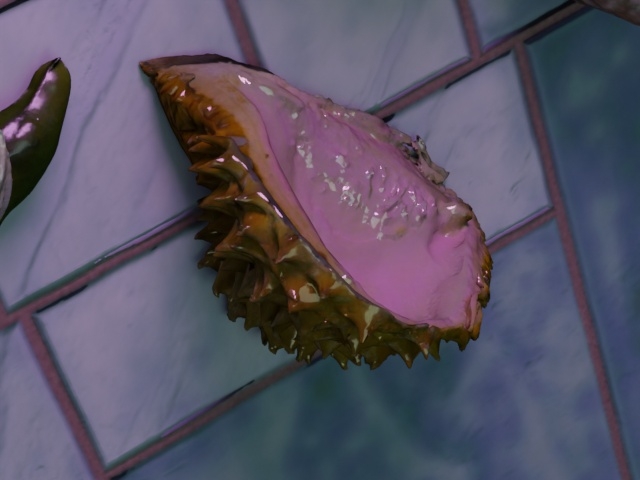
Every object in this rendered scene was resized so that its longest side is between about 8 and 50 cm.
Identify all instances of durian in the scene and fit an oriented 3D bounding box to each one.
[{"bbox_3d":[0.011,0.010,1.132,0.185,0.195,0.305,-49,129,6],"label":"durian"}]

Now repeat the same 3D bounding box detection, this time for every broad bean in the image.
[{"bbox_3d":[-0.215,-0.027,1.066,0.195,0.046,0.061,-43,115,-4],"label":"broad bean"}]

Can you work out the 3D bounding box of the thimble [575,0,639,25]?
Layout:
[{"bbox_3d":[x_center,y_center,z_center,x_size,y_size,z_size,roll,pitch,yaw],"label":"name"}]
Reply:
[{"bbox_3d":[0.244,-0.250,1.175,0.229,0.148,0.196,-11,116,-29],"label":"thimble"}]

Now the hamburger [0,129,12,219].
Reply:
[{"bbox_3d":[-0.251,-0.048,1.003,0.133,0.062,0.140,-17,103,-3],"label":"hamburger"}]
